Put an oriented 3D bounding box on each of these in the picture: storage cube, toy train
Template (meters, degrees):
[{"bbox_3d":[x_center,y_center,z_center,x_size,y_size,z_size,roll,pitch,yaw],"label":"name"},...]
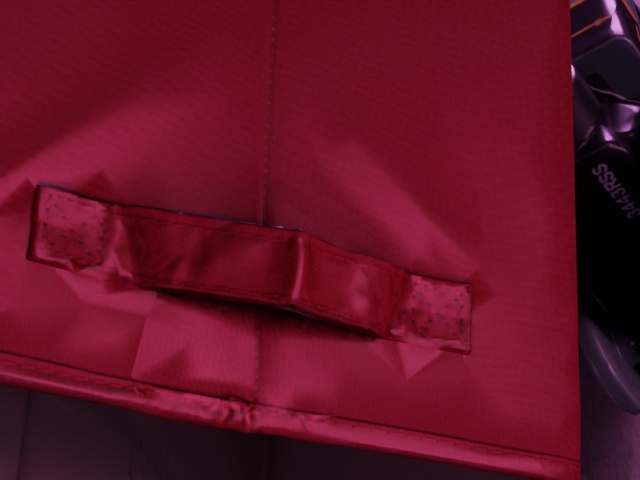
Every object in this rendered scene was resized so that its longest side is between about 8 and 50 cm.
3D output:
[{"bbox_3d":[-0.054,-0.016,0.432,0.184,0.215,0.193,13,66,-24],"label":"storage cube"},{"bbox_3d":[0.195,0.002,0.837,0.334,0.142,0.190,46,27,-31],"label":"toy train"}]
